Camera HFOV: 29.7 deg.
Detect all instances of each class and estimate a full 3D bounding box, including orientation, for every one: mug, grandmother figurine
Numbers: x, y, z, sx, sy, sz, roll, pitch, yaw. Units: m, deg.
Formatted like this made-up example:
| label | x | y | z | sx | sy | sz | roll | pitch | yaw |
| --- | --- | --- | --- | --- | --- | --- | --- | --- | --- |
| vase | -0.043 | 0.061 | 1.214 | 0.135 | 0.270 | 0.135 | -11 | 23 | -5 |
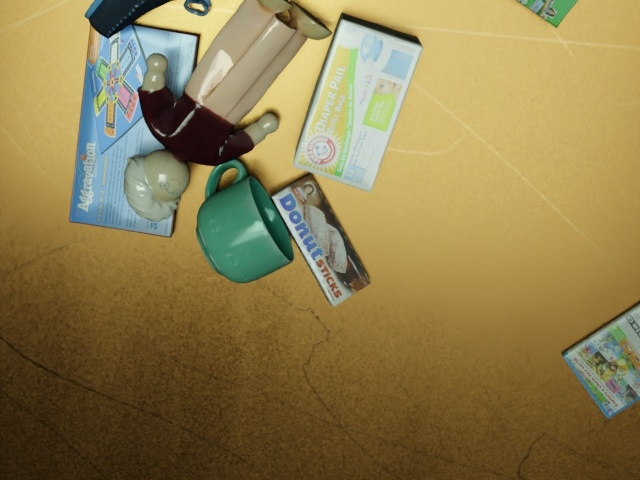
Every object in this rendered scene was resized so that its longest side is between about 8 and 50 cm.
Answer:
| label | x | y | z | sx | sy | sz | roll | pitch | yaw |
| --- | --- | --- | --- | --- | --- | --- | --- | --- | --- |
| mug | -0.110 | -0.016 | 1.624 | 0.097 | 0.158 | 0.129 | -27 | 128 | 9 |
| grandmother figurine | -0.145 | -0.172 | 1.555 | 0.208 | 0.104 | 0.342 | 31 | 104 | -24 |

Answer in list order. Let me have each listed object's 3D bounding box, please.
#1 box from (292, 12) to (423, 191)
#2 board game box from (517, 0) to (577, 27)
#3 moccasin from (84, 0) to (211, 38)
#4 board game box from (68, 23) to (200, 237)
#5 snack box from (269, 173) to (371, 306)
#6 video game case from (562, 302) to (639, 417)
| label | x | y | z | sx | sy | sz | roll | pitch | yaw |
| --- | --- | --- | --- | --- | --- | --- | --- | --- | --- |
| box | 0.046 | -0.181 | 1.577 | 0.114 | 0.103 | 0.203 | 18 | 105 | -4 |
| board game box | 0.296 | -0.439 | 1.466 | 0.213 | 0.046 | 0.317 | 31 | 128 | -8 |
| moccasin | -0.143 | -0.357 | 1.516 | 0.342 | 0.138 | 0.117 | -37 | 106 | 11 |
| board game box | -0.253 | -0.150 | 1.631 | 0.145 | 0.027 | 0.281 | 9 | 106 | -3 |
| snack box | 0.000 | 0.000 | 1.662 | 0.064 | 0.022 | 0.178 | -32 | 103 | -9 |
| video game case | 0.445 | 0.163 | 1.711 | 0.166 | 0.015 | 0.119 | -35 | 103 | 10 |
